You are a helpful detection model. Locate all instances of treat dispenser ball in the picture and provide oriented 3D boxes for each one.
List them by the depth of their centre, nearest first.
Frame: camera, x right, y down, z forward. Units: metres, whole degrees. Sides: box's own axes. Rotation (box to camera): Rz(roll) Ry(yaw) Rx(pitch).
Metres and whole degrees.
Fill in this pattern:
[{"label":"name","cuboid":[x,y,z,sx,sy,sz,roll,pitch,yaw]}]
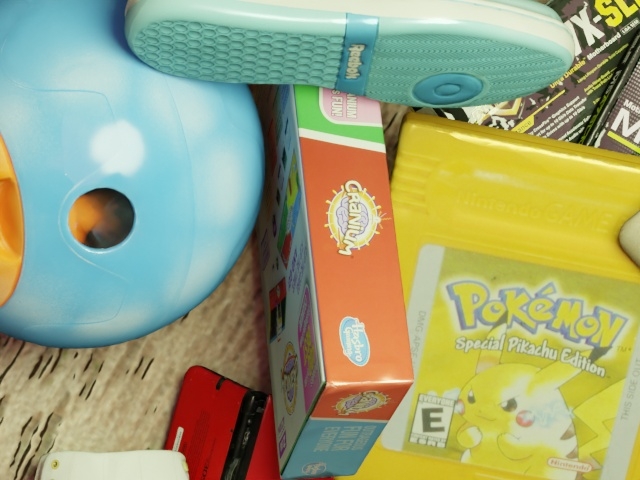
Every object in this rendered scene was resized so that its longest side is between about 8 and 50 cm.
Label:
[{"label":"treat dispenser ball","cuboid":[-0.185,-0.060,1.341,0.288,0.288,0.288,0,88,-9]}]

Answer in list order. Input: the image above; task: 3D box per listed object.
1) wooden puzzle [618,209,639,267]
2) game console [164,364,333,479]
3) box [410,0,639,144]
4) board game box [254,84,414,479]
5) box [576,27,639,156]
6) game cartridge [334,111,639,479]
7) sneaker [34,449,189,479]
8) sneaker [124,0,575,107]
[{"label":"wooden puzzle","cuboid":[0.456,0.000,1.318,0.322,0.080,0.348,43,109,-11]},{"label":"game console","cuboid":[-0.062,0.190,1.459,0.085,0.124,0.144,9,98,-48]},{"label":"box","cuboid":[0.283,-0.115,1.523,0.322,0.079,0.257,-38,92,-8]},{"label":"board game box","cuboid":[0.000,0.000,1.344,0.064,0.242,0.316,-2,68,-10]},{"label":"box","cuboid":[0.309,-0.056,1.464,0.191,0.045,0.184,30,87,-7]},{"label":"game cartridge","cuboid":[0.173,0.076,1.434,0.285,0.052,0.323,11,111,-1]},{"label":"sneaker","cuboid":[-0.230,0.265,1.428,0.293,0.108,0.169,-17,67,5]},{"label":"sneaker","cuboid":[0.027,-0.214,1.242,0.319,0.127,0.208,7,65,-11]}]
